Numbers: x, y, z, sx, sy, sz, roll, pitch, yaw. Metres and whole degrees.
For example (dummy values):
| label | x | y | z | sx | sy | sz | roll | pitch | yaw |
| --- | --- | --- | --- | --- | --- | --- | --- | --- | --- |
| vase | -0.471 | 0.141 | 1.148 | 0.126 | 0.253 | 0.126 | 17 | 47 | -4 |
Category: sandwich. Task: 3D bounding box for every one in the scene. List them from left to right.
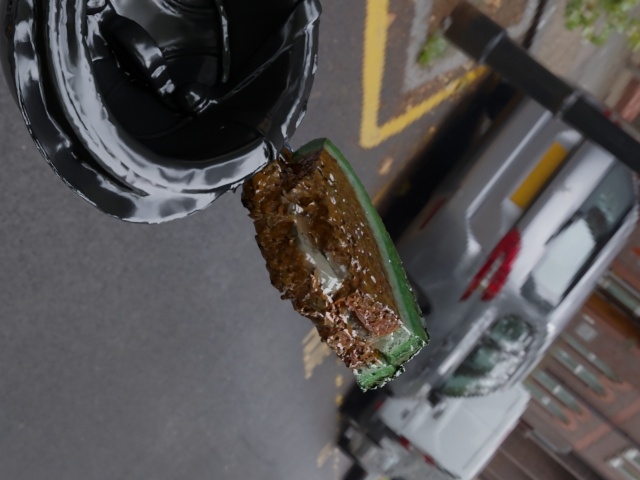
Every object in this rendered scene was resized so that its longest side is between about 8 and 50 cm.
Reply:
| label | x | y | z | sx | sy | sz | roll | pitch | yaw |
| --- | --- | --- | --- | --- | --- | --- | --- | --- | --- |
| sandwich | 0.004 | -0.006 | 0.815 | 0.079 | 0.235 | 0.159 | -28 | 158 | 10 |

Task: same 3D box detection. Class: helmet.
| label | x | y | z | sx | sy | sz | roll | pitch | yaw |
| --- | --- | --- | --- | --- | --- | --- | --- | --- | --- |
| helmet | -0.133 | -0.143 | 0.738 | 0.230 | 0.160 | 0.279 | 51 | 60 | -34 |
